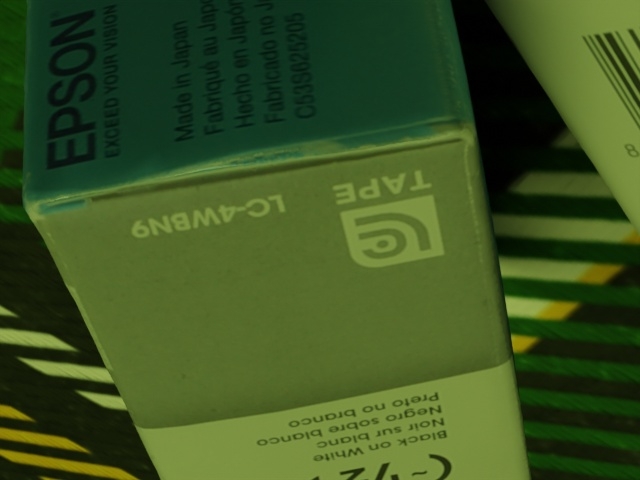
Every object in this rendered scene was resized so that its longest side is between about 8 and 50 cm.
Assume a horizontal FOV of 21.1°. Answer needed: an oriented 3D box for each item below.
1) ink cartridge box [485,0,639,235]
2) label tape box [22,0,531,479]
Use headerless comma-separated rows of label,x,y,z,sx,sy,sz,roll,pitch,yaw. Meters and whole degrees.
ink cartridge box,0.149,-0.155,0.360,0.279,0.160,0.384,-6,136,40
label tape box,0.000,0.000,0.589,0.115,0.249,0.347,-10,139,2
